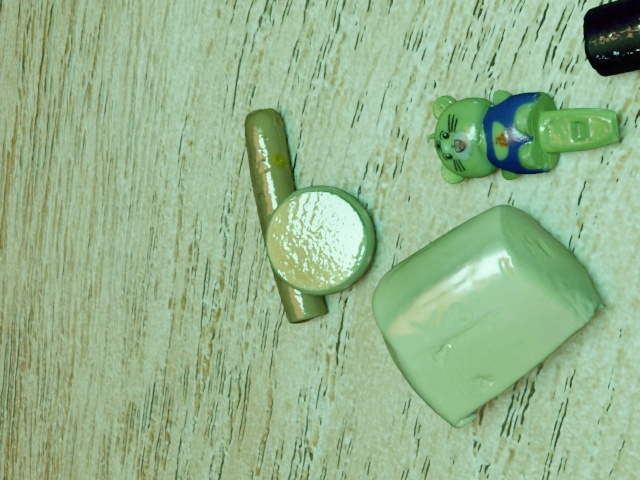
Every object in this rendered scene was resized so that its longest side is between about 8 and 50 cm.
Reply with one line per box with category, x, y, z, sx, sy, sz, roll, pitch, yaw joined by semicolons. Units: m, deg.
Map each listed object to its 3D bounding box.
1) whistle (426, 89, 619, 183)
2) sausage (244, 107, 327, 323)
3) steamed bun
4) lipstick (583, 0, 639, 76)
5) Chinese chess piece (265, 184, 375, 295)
whistle;0.216;-0.116;1.013;0.227;0.085;0.105;1;107;38
sausage;-0.053;-0.034;1.255;0.066;0.066;0.301;-15;86;39
steamed bun;0.188;0.069;1.036;0.225;0.170;0.200;-33;108;21
lipstick;0.397;-0.220;0.856;0.300;0.081;0.081;-8;92;37
Chinese chess piece;0.000;0.000;1.189;0.144;0.058;0.144;0;91;11
